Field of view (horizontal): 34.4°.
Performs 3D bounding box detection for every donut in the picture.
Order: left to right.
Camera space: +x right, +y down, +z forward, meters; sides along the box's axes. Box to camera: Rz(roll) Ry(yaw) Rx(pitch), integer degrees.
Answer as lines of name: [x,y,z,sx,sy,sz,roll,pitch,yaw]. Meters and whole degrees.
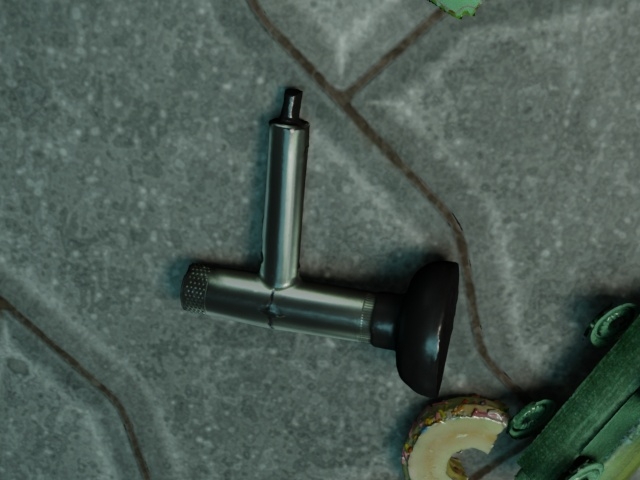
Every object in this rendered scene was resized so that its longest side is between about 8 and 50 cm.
donut: [0.157,0.254,1.289,0.108,0.065,0.166,20,117,-6]

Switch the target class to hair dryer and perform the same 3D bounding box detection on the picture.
hair dryer: [0.011,0.010,1.141,0.320,0.156,0.284,16,127,6]

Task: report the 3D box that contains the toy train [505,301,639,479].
toy train: [0.350,0.186,1.216,0.189,0.126,0.307,3,128,-48]

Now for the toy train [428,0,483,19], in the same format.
toy train: [0.091,-0.300,1.028,0.202,0.060,0.081,33,120,-9]
